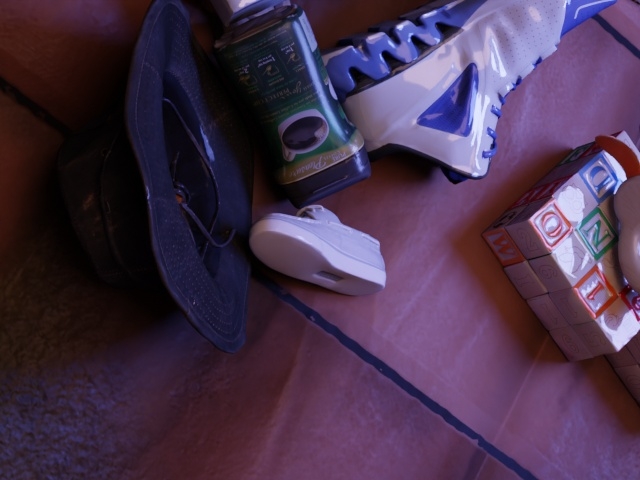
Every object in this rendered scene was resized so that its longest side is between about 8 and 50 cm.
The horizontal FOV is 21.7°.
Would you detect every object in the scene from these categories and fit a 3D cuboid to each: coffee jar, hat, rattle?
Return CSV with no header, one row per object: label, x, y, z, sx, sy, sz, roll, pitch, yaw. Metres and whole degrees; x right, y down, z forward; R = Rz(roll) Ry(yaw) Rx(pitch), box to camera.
coffee jar,-0.025,-0.126,1.603,0.096,0.079,0.184,-24,107,5
hat,-0.159,-0.050,1.496,0.134,0.331,0.331,-12,85,14
rattle,0.372,-0.023,1.731,0.143,0.130,0.199,-5,56,-40

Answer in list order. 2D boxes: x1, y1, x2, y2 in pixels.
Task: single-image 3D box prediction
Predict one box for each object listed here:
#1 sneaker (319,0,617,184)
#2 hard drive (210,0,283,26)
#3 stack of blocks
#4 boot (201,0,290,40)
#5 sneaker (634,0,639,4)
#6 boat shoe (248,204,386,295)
sneaker,0.155,-0.161,1.695,0.315,0.127,0.182,-23,103,-7
hard drive,-0.078,-0.409,1.632,0.233,0.047,0.353,-27,86,-23
stack of blocks,0.328,0.057,1.780,0.171,0.087,0.297,-41,101,-28
boot,-0.072,-0.239,1.650,0.087,0.042,0.118,-10,86,-36
sneaker,0.424,-0.288,1.903,0.185,0.084,0.069,28,68,-22
boat shoe,0.000,0.000,1.606,0.184,0.066,0.063,20,59,-41
